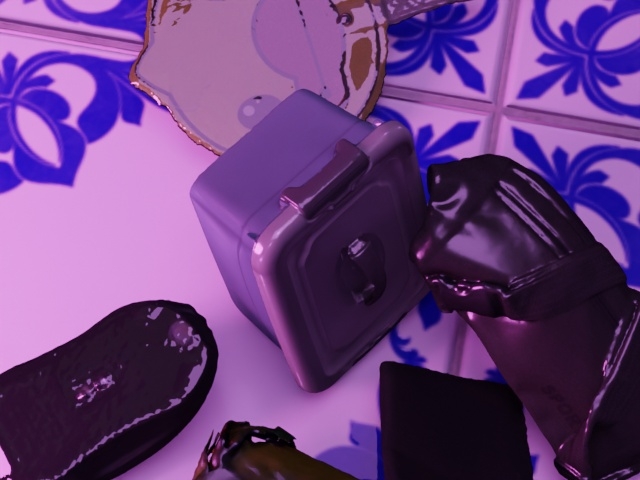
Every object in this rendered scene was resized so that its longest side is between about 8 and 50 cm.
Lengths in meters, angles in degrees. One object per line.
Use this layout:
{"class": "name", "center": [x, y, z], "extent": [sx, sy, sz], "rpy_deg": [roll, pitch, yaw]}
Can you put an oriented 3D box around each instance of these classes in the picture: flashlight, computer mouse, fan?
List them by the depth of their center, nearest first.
{"class": "computer mouse", "center": [-0.179, 0.129, 1.290], "extent": [0.217, 0.073, 0.122], "rpy_deg": [-29, 67, -6]}
{"class": "fan", "center": [-0.007, -0.187, 1.422], "extent": [0.335, 0.011, 0.230], "rpy_deg": [-16, 79, -11]}
{"class": "flashlight", "center": [-0.052, -0.184, 1.445], "extent": [0.200, 0.047, 0.093], "rpy_deg": [-21, 73, -9]}

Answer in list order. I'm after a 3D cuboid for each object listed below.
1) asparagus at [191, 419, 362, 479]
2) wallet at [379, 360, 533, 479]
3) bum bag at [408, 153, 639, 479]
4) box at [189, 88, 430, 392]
{"class": "asparagus", "center": [0.072, 0.265, 1.216], "extent": [0.382, 0.108, 0.128], "rpy_deg": [26, 73, 8]}
{"class": "wallet", "center": [0.105, 0.185, 1.224], "extent": [0.124, 0.025, 0.244], "rpy_deg": [15, 35, -11]}
{"class": "bum bag", "center": [0.184, 0.069, 1.259], "extent": [0.142, 0.079, 0.326], "rpy_deg": [-42, 98, -6]}
{"class": "box", "center": [0.000, 0.000, 1.275], "extent": [0.162, 0.227, 0.130], "rpy_deg": [-43, 58, -17]}
